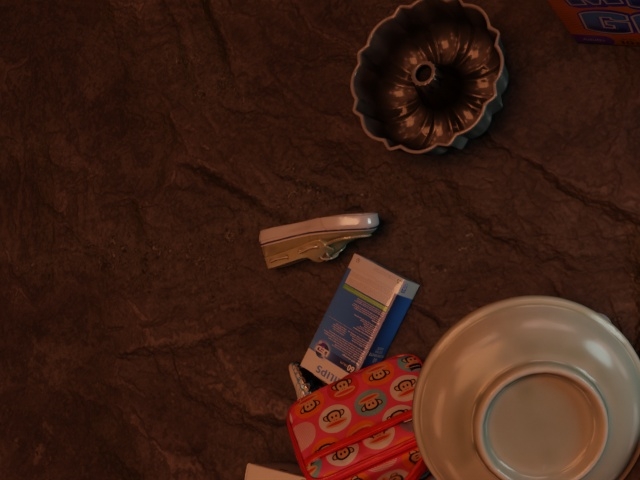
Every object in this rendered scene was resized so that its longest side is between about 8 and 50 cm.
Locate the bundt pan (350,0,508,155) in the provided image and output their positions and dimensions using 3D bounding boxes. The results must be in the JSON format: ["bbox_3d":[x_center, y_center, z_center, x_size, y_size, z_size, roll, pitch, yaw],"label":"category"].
[{"bbox_3d":[0.231,-0.318,1.733,0.331,0.124,0.331,-7,76,29],"label":"bundt pan"}]

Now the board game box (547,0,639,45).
[{"bbox_3d":[0.589,-0.553,1.427,0.356,0.356,0.356,12,86,33],"label":"board game box"}]

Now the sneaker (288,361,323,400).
[{"bbox_3d":[-0.026,0.340,1.775,0.083,0.071,0.191,-44,60,22],"label":"sneaker"}]

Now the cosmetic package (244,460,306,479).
[{"bbox_3d":[-0.044,0.529,1.692,0.183,0.151,0.151,6,82,31],"label":"cosmetic package"}]

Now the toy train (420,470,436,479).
[{"bbox_3d":[0.247,0.426,1.561,0.184,0.080,0.105,-40,25,14],"label":"toy train"}]

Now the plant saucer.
[{"bbox_3d":[0.354,0.293,1.409,0.400,0.100,0.400,0,98,1],"label":"plant saucer"}]

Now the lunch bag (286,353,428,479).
[{"bbox_3d":[0.097,0.360,1.574,0.293,0.120,0.258,-24,35,0],"label":"lunch bag"}]

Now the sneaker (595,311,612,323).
[{"bbox_3d":[0.459,0.232,1.483,0.083,0.098,0.224,-4,77,31],"label":"sneaker"}]

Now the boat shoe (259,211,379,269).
[{"bbox_3d":[0.000,0.000,1.828,0.302,0.109,0.094,-11,89,38],"label":"boat shoe"}]

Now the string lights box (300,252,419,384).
[{"bbox_3d":[0.078,0.173,1.742,0.133,0.077,0.260,29,95,33],"label":"string lights box"}]
